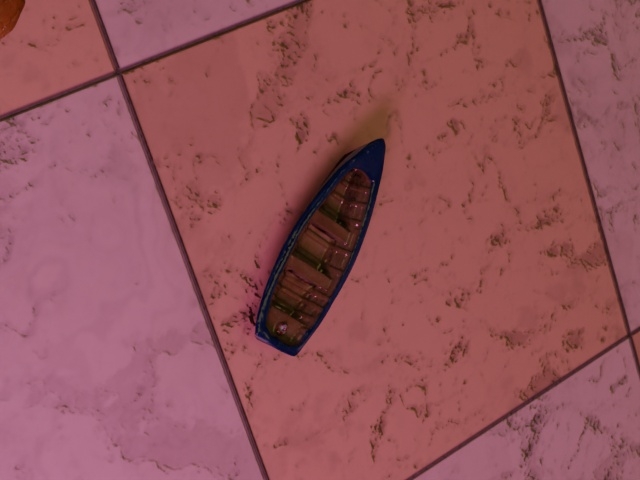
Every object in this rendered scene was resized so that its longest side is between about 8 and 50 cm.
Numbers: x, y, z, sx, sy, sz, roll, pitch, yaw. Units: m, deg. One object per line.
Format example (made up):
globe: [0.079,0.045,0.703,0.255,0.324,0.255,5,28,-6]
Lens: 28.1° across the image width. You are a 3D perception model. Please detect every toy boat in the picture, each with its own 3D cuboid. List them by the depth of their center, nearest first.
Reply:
toy boat: [0.000,0.000,1.229,0.080,0.046,0.229,33,75,-29]

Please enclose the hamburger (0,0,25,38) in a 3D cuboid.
hamburger: [-0.282,-0.200,1.033,0.083,0.044,0.076,23,81,-35]
